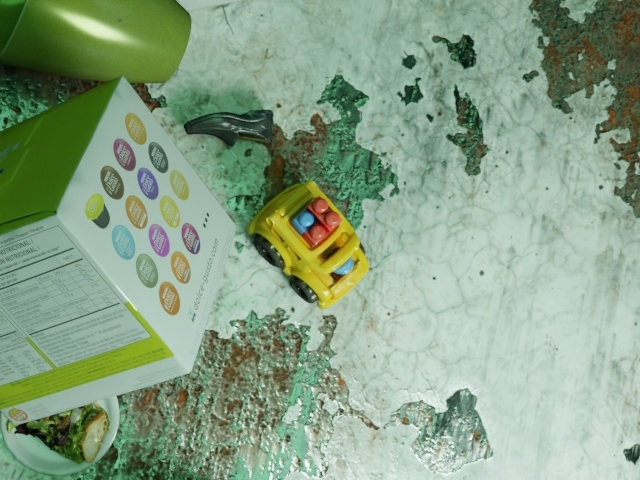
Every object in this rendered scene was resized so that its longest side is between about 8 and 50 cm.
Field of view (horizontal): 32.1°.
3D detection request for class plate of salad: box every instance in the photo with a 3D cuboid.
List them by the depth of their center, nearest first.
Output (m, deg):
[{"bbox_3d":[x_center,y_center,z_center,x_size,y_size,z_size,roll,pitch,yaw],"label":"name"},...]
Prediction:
[{"bbox_3d":[-0.443,0.299,1.890,0.199,0.048,0.200,2,81,-14],"label":"plate of salad"}]

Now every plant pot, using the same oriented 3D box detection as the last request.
[{"bbox_3d":[-0.383,-0.389,1.923,0.293,0.275,0.275,18,77,-27],"label":"plant pot"}]

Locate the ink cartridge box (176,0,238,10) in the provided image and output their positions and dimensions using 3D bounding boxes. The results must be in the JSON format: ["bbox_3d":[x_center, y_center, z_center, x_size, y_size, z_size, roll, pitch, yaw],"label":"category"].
[{"bbox_3d":[-0.227,-0.618,2.052,0.207,0.119,0.353,-14,86,-16],"label":"ink cartridge box"}]

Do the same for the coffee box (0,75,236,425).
[{"bbox_3d":[-0.382,0.018,1.686,0.334,0.338,0.338,56,28,-31],"label":"coffee box"}]

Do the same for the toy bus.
[{"bbox_3d":[0.000,0.000,1.968,0.149,0.211,0.220,-43,95,-18],"label":"toy bus"}]

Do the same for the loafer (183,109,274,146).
[{"bbox_3d":[-0.165,-0.202,2.036,0.170,0.062,0.061,-7,88,-14],"label":"loafer"}]
